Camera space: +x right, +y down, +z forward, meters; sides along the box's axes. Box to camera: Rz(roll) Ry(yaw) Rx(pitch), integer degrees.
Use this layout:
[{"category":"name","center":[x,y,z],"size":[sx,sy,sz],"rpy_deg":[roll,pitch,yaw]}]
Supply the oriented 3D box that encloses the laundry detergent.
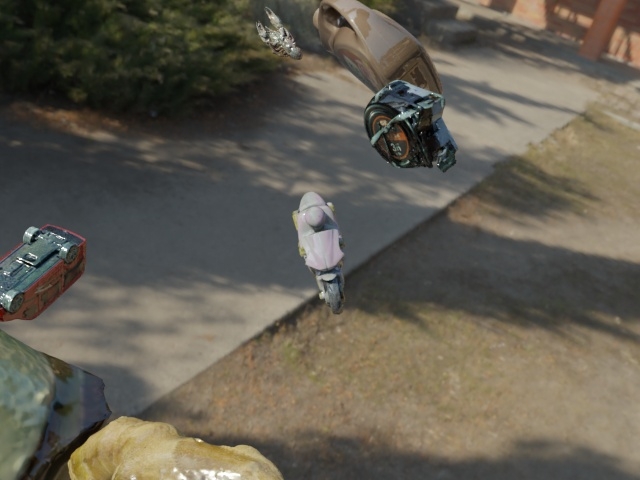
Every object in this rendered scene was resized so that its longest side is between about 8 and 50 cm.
[{"category":"laundry detergent","center":[0.053,-0.274,1.104],"size":[0.237,0.076,0.171],"rpy_deg":[49,1,35]}]

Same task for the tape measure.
[{"category":"tape measure","center":[0.087,-0.115,0.831],"size":[0.054,0.091,0.094],"rpy_deg":[-35,31,-26]}]

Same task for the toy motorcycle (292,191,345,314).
[{"category":"toy motorcycle","center":[0.000,0.000,1.262],"size":[0.073,0.152,0.225],"rpy_deg":[-13,36,0]}]

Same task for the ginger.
[{"category":"ginger","center":[-0.101,0.184,0.625],"size":[0.288,0.075,0.089],"rpy_deg":[4,40,41]}]

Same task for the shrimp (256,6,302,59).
[{"category":"shrimp","center":[-0.062,-0.289,1.180],"size":[0.092,0.038,0.029],"rpy_deg":[57,10,14]}]

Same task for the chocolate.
[{"category":"chocolate","center":[-0.479,0.213,0.949],"size":[0.326,0.314,0.297],"rpy_deg":[11,-29,34]}]

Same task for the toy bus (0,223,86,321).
[{"category":"toy bus","center":[-0.428,0.059,1.203],"size":[0.081,0.089,0.195],"rpy_deg":[20,39,14]}]
